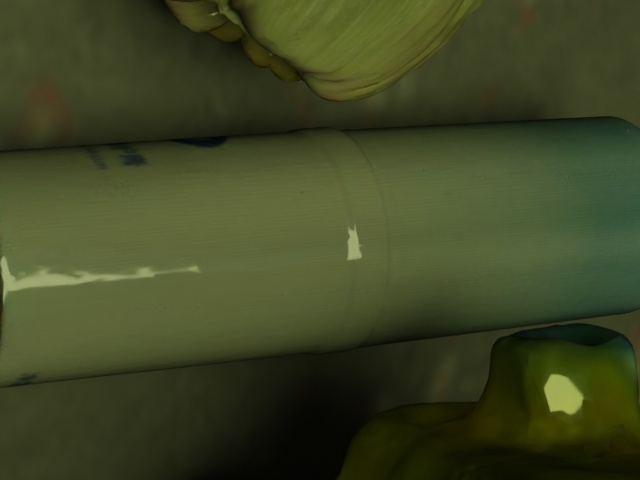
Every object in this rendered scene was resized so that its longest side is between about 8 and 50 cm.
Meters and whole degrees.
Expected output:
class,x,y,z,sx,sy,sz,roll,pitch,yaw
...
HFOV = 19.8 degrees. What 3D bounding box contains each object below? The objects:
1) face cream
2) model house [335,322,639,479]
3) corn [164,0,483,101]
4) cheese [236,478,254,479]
class,x,y,z,sx,sy,sz,roll,pitch,yaw
face cream,0.000,0.000,0.624,0.250,0.077,0.077,-4,100,-28
model house,0.083,0.185,0.504,0.215,0.237,0.303,-2,98,-21
corn,0.048,-0.191,0.593,0.122,0.123,0.305,30,83,-27
cheese,-0.007,0.180,0.643,0.175,0.091,0.202,4,98,-27
